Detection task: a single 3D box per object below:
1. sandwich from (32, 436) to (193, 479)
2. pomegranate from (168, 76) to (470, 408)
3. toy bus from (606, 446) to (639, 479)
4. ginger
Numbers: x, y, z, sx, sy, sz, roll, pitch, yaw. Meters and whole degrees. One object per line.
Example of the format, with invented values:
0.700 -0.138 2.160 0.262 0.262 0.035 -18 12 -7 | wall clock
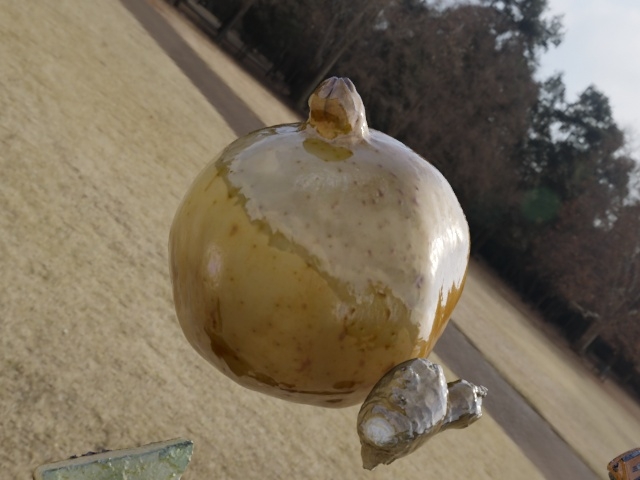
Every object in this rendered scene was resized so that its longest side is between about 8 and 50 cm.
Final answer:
-0.249 0.344 0.928 0.193 0.162 0.058 -5 -3 -30 | sandwich
0.000 0.000 0.921 0.410 0.410 0.410 38 10 -8 | pomegranate
0.543 0.427 1.177 0.088 0.083 0.194 88 -23 -73 | toy bus
0.094 0.144 0.671 0.165 0.096 0.067 -11 29 -43 | ginger
